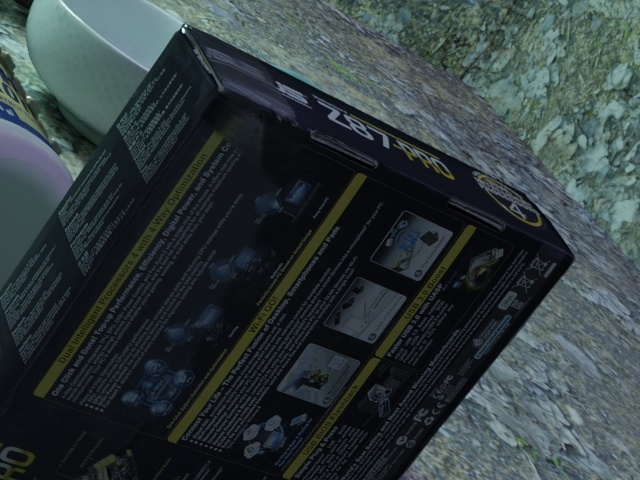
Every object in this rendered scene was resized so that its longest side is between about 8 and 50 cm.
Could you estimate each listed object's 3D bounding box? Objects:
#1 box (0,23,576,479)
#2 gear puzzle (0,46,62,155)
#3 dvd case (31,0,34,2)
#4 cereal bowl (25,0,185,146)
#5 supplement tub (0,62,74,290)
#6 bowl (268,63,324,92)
[{"bbox_3d":[-0.063,0.090,1.065,0.318,0.395,0.097,22,23,-37],"label":"box"},{"bbox_3d":[-0.374,-0.193,1.603,0.175,0.044,0.339,36,-18,25],"label":"gear puzzle"},{"bbox_3d":[-0.400,-0.401,2.184,0.179,0.029,0.239,44,-21,26],"label":"dvd case"},{"bbox_3d":[-0.230,-0.192,1.984,0.339,0.141,0.339,33,16,-11],"label":"cereal bowl"},{"bbox_3d":[-0.340,-0.068,1.247,0.228,0.228,0.316,21,22,-41],"label":"supplement tub"},{"bbox_3d":[-0.104,-0.008,1.516,0.311,0.311,0.163,43,35,24],"label":"bowl"}]
